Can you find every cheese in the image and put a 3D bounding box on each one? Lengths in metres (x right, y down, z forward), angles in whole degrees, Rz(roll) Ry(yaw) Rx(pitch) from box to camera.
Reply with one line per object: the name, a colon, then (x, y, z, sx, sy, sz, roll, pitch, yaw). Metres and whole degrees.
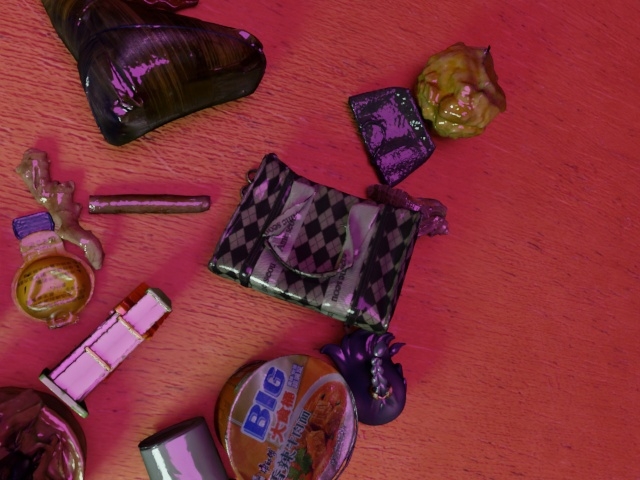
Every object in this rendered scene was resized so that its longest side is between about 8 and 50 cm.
cheese: (-0.559, 0.059, 1.010, 0.157, 0.064, 0.249, -17, 82, -24)

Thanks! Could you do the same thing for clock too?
clock: (-0.412, 0.205, 0.977, 0.106, 0.220, 0.255, 49, 63, -12)

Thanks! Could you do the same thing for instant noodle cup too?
instant noodle cup: (-0.096, 0.384, 1.062, 0.297, 0.214, 0.296, 4, 80, -27)

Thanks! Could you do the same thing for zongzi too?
zongzi: (-0.367, -0.467, 1.078, 0.404, 0.208, 0.432, -28, 83, -26)

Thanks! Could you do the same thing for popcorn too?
popcorn: (0.384, -0.406, 1.333, 0.252, 0.215, 0.286, 11, 65, -19)

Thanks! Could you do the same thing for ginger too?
ginger: (-0.535, -0.068, 1.028, 0.089, 0.075, 0.288, -36, 90, -31)

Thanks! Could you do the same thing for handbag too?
handbag: (0.000, 0.000, 1.116, 0.417, 0.180, 0.316, 19, 77, 3)
handbag: (0.192, -0.288, 1.324, 0.175, 0.089, 0.270, -26, 96, -13)

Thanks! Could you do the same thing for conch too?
conch: (0.228, -0.078, 1.272, 0.245, 0.178, 0.162, 33, 65, 4)

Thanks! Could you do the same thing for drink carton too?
drink carton: (-0.272, 0.484, 1.022, 0.186, 0.191, 0.189, -16, 85, -20)

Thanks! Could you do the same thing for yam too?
yam: (-0.378, -0.082, 1.101, 0.264, 0.046, 0.046, -2, 86, -20)

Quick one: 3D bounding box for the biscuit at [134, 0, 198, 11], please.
biscuit: (-0.364, -0.631, 1.164, 0.216, 0.034, 0.182, 1, 85, -23)

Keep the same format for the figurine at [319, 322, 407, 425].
figurine: (0.116, 0.315, 1.193, 0.175, 0.197, 0.264, -23, 101, 21)

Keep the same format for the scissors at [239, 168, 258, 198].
scissors: (-0.092, -0.104, 1.228, 0.220, 0.017, 0.087, 21, 75, -18)

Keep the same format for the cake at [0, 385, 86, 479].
cake: (-0.578, 0.425, 0.833, 0.333, 0.321, 0.331, 3, 82, -20)
